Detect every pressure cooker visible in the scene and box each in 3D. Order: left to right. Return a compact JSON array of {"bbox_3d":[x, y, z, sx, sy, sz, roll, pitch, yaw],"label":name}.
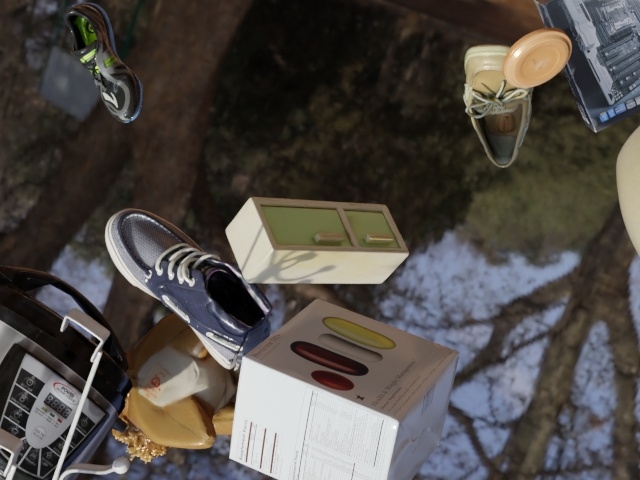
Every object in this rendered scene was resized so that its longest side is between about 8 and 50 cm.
[{"bbox_3d":[-0.542,0.261,2.074,0.375,0.420,0.370,30,159,11],"label":"pressure cooker"}]

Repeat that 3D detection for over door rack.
[{"bbox_3d":[-0.311,0.282,1.376,0.108,0.324,0.239,17,-148,8],"label":"over door rack"}]

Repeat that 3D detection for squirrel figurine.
[{"bbox_3d":[-0.269,0.325,2.520,0.397,0.281,0.370,-12,162,25],"label":"squirrel figurine"}]

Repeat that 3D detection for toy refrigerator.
[{"bbox_3d":[0.000,0.000,1.840,0.269,0.094,0.102,3,-129,-38],"label":"toy refrigerator"}]

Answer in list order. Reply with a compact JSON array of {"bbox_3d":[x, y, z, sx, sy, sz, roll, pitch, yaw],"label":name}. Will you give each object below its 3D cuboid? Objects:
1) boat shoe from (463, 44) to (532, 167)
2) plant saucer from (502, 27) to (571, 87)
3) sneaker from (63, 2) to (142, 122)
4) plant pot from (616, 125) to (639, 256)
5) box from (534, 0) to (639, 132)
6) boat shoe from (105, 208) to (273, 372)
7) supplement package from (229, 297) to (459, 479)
[{"bbox_3d":[0.276,-0.205,1.808,0.104,0.089,0.285,3,160,19],"label":"boat shoe"},{"bbox_3d":[0.247,-0.205,1.348,0.083,0.083,0.013,9,-138,-35],"label":"plant saucer"},{"bbox_3d":[-0.316,-0.251,1.697,0.078,0.067,0.188,-19,-97,-61],"label":"sneaker"},{"bbox_3d":[0.543,-0.088,1.730,0.284,0.284,0.191,1,-138,-50],"label":"plant pot"},{"bbox_3d":[0.548,-0.359,1.998,0.307,0.242,0.076,-25,-162,5],"label":"box"},{"bbox_3d":[-0.202,0.047,1.867,0.340,0.158,0.127,41,-118,10],"label":"boat shoe"},{"bbox_3d":[0.030,0.198,1.441,0.203,0.149,0.194,19,-153,21],"label":"supplement package"}]
